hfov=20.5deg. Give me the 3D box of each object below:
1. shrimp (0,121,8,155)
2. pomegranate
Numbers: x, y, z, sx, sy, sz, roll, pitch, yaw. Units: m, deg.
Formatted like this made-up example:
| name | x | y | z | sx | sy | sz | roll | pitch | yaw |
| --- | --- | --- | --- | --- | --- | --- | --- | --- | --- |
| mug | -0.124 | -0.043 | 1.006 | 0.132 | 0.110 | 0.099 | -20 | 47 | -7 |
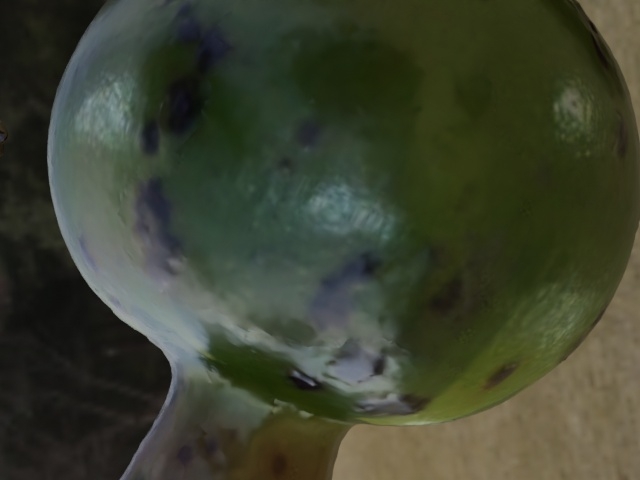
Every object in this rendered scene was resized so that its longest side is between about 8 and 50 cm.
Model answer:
| name | x | y | z | sx | sy | sz | roll | pitch | yaw |
| --- | --- | --- | --- | --- | --- | --- | --- | --- | --- |
| shrimp | -0.124 | -0.069 | 0.368 | 0.180 | 0.041 | 0.099 | 48 | 141 | 23 |
| pomegranate | 0.001 | 0.008 | 0.479 | 0.156 | 0.156 | 0.220 | -116 | 34 | -65 |
